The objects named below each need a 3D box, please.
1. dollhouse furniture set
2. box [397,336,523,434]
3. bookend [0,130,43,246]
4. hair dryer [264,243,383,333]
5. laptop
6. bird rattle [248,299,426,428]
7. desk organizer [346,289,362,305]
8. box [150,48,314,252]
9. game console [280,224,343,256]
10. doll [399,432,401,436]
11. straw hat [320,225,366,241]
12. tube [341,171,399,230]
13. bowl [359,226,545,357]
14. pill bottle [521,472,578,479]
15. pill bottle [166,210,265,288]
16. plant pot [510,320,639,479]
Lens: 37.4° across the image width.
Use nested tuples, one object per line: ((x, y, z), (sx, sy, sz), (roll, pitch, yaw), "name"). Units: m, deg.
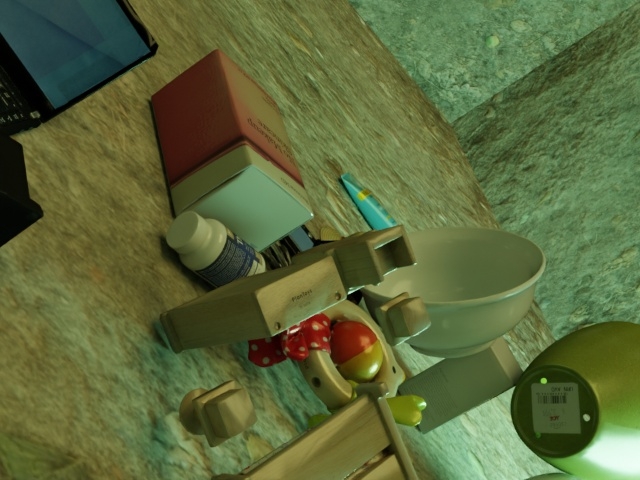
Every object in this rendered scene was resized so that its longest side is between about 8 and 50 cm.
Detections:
((-0.003, 0.203, 0.981), (0.303, 0.174, 0.355), (-25, 97, -39), "dollhouse furniture set")
((0.233, 0.233, 1.550), (0.091, 0.170, 0.130), (62, 18, 14), "box")
((-0.319, -0.091, 0.779), (0.156, 0.072, 0.157), (37, 26, -50), "bookend")
((0.017, 0.098, 1.351), (0.293, 0.080, 0.223), (43, 22, -39), "hair dryer")
((-0.318, -0.237, 0.929), (0.234, 0.137, 0.264), (55, 17, -6), "laptop")
((0.013, 0.150, 1.173), (0.253, 0.143, 0.207), (48, 30, 7), "bird rattle")
((0.038, 0.075, 1.506), (0.050, 0.047, 0.130), (54, 17, -5), "desk organizer")
((-0.121, -0.114, 1.266), (0.149, 0.127, 0.232), (39, 25, -47), "box")
((0.000, 0.000, 1.489), (0.107, 0.071, 0.122), (53, 17, -14), "game console")
((0.120, 0.346, 1.256), (0.129, 0.046, 0.189), (32, 30, -53), "doll")
((0.064, 0.016, 1.652), (0.144, 0.061, 0.144), (49, 19, -23), "straw hat")
((0.112, -0.055, 1.941), (0.207, 0.052, 0.080), (52, 10, 1), "tube")
((0.198, 0.091, 1.461), (0.298, 0.298, 0.134), (-73, 158, -68), "bowl")
((0.359, 0.518, 1.378), (0.181, 0.182, 0.322), (37, 27, -49), "pill bottle")
((-0.126, 0.015, 1.127), (0.120, 0.067, 0.067), (41, 24, -43), "pill bottle")
((0.417, 0.258, 1.475), (0.294, 0.275, 0.274), (10, 49, -53), "plant pot")
